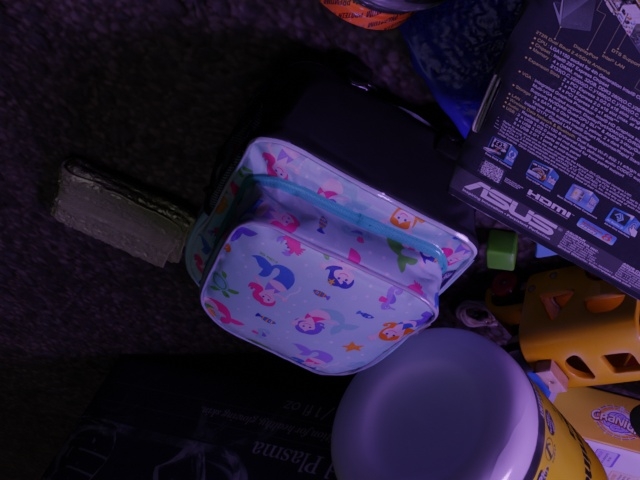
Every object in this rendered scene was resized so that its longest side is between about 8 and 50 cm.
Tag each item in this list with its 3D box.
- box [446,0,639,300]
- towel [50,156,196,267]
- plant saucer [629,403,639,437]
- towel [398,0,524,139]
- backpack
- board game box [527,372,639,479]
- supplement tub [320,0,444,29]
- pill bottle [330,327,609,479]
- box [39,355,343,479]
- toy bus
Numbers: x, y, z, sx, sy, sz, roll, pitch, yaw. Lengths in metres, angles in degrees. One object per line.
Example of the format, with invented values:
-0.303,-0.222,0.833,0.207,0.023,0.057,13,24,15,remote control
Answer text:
0.288,-0.043,0.574,0.395,0.097,0.318,31,151,11,box
-0.203,-0.027,1.079,0.148,0.027,0.110,23,145,-9,towel
0.373,0.192,1.057,0.119,0.119,0.021,17,114,2,plant saucer
0.222,-0.129,0.712,0.308,0.076,0.227,-15,133,38,towel
0.000,0.000,0.901,0.225,0.191,0.253,26,149,-13,backpack
0.277,0.250,1.202,0.316,0.064,0.242,15,144,6,board game box
0.067,-0.219,0.628,0.117,0.117,0.190,28,144,-13,supplement tub
0.165,0.232,0.996,0.188,0.188,0.334,-7,147,31,pill bottle
-0.115,0.424,1.195,0.480,0.472,0.297,4,142,35,box
0.227,0.088,0.974,0.191,0.104,0.202,17,144,3,toy bus
